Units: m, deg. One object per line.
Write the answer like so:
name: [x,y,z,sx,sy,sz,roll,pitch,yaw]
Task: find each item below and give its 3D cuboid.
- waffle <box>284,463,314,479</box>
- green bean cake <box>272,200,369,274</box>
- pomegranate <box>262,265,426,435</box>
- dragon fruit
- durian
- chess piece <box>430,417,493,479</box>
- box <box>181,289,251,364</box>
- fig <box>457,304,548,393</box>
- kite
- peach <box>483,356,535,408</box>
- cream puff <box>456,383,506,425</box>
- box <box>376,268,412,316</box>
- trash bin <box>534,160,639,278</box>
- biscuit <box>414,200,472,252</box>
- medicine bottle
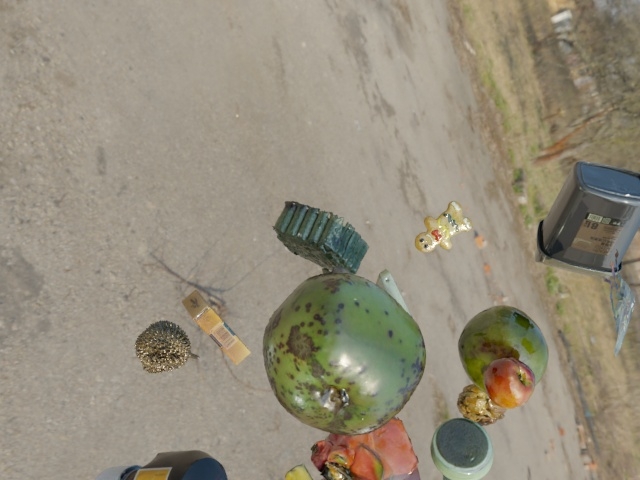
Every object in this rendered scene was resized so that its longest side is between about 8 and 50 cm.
waffle: [0.008,0.634,1.223,0.221,0.055,0.248,50,-20,34]
green bean cake: [0.000,0.000,1.239,0.094,0.173,0.181,-63,150,-12]
pomegranate: [0.038,0.170,0.987,0.285,0.285,0.341,59,17,-24]
dragon fruit: [0.097,0.563,1.356,0.305,0.226,0.305,164,-90,-73]
durian: [-0.311,0.217,1.084,0.071,0.140,0.110,25,76,-78]
chess piece: [0.331,0.541,1.310,0.272,0.139,0.139,79,15,-47]
box: [-0.339,0.282,1.780,0.070,0.152,0.237,-40,119,-12]
fig: [0.442,0.252,1.306,0.225,0.203,0.203,-43,112,-50]
kite: [0.563,0.112,1.031,0.245,0.015,0.141,52,57,-38]
peach: [0.356,0.272,1.043,0.101,0.100,0.101,38,43,-47]
cream puff: [0.414,0.425,1.415,0.119,0.133,0.104,12,61,-34]
box: [0.241,0.203,1.776,0.270,0.045,0.211,69,-4,-78]
trash bin: [0.670,-0.037,1.367,0.182,0.209,0.290,-63,165,-46]
biscuit: [0.477,-0.039,2.157,0.158,0.240,0.035,51,6,-1]
medicine bottle: [-0.483,0.743,1.612,0.242,0.395,0.242,28,55,-52]
